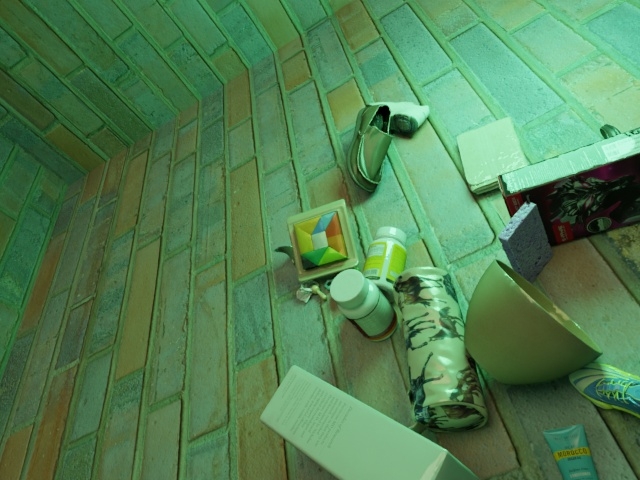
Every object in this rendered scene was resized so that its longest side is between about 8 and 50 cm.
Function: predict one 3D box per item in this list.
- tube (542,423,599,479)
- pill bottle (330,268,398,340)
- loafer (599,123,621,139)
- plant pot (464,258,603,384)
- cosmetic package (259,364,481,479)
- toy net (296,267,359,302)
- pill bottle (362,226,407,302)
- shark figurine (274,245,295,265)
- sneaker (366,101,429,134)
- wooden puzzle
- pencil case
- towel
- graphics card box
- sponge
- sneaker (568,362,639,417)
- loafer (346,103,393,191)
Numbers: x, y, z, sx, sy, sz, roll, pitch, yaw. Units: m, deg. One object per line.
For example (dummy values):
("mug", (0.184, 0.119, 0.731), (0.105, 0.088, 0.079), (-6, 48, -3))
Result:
("tube", (0.508, 0.465, 0.953), (0.080, 0.052, 0.207), (-14, 42, 13))
("pill bottle", (0.120, 0.179, 1.347), (0.121, 0.221, 0.121), (-20, 45, 22))
("loafer", (0.800, -0.255, 1.337), (0.061, 0.062, 0.170), (-27, 42, 22))
("plant pot", (0.433, 0.206, 1.082), (0.191, 0.284, 0.284), (-51, 39, 17))
("cosmetic package", (0.098, 0.469, 1.097), (0.453, 0.230, 0.162), (15, 64, 45))
("toy net", (0.012, 0.138, 1.595), (0.232, 0.045, 0.122), (-12, 49, 29))
("pill bottle", (0.193, 0.070, 1.463), (0.119, 0.119, 0.209), (-5, 53, 33))
("shark figurine", (-0.018, -0.023, 1.707), (0.278, 0.116, 0.166), (-11, 48, 27))
("sneaker", (0.296, -0.486, 1.895), (0.129, 0.111, 0.297), (-37, 41, -22))
("wooden puzzle", (0.000, 0.000, 1.616), (0.220, 0.044, 0.239), (-17, 73, 21))
("pencil case", (0.276, 0.258, 1.211), (0.183, 0.160, 0.411), (-19, 46, 18))
("towel", (0.543, -0.270, 1.550), (0.187, 0.049, 0.282), (-17, 46, 22))
("graphics card box", (0.652, -0.117, 1.198), (0.370, 0.233, 0.094), (-19, 42, 22))
("sponge", (0.510, 0.014, 1.208), (0.117, 0.210, 0.031), (-48, 40, -10))
("sneaker", (0.608, 0.292, 0.960), (0.240, 0.126, 0.091), (21, 69, 44))
("loafer", (0.185, -0.351, 1.761), (0.130, 0.133, 0.366), (-26, 52, 52))
